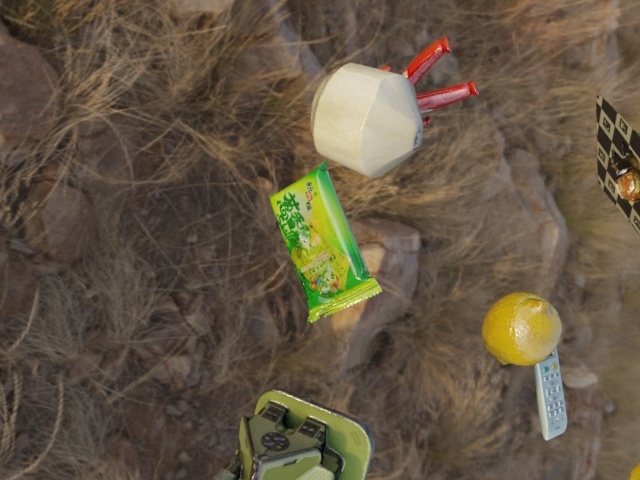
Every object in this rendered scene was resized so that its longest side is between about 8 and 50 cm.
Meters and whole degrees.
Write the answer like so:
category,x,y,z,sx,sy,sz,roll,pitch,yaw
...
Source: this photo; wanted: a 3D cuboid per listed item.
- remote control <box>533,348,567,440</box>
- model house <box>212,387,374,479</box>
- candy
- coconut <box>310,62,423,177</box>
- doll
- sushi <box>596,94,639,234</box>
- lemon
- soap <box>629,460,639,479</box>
category,x,y,z,sx,sy,sz,roll,pitch,yaw
remote control,0.641,0.410,1.849,0.103,0.051,0.293,-5,89,-40
model house,-0.065,0.395,1.002,0.279,0.218,0.204,-35,139,-65
candy,-0.001,0.000,0.787,0.032,0.102,0.178,3,62,-56
coconut,0.097,-0.226,1.240,0.202,0.222,0.202,-41,145,-36
doll,0.150,-0.298,1.464,0.188,0.384,0.099,42,36,-32
sushi,0.495,-0.110,1.014,0.210,0.040,0.192,64,6,-47
lemon,0.498,0.223,1.625,0.187,0.187,0.244,-44,159,-38
soap,0.533,0.277,0.708,0.325,0.204,0.096,15,83,-13
